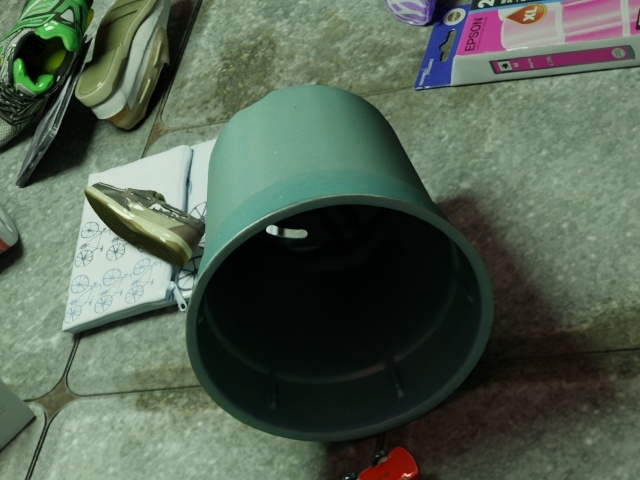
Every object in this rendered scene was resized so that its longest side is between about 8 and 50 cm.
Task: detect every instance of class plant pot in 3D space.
[{"bbox_3d":[0.000,0.000,1.606,0.341,0.341,0.334,-25,35,8],"label":"plant pot"}]

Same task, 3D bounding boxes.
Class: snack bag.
[{"bbox_3d":[-0.203,-0.028,1.948,0.342,0.037,0.323,-15,45,19],"label":"snack bag"}]

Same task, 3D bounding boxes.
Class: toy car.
[{"bbox_3d":[-0.018,0.323,1.499,0.225,0.053,0.239,9,56,37],"label":"toy car"}]

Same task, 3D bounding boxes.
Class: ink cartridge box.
[{"bbox_3d":[0.306,-0.307,1.885,0.370,0.069,0.176,-5,49,31],"label":"ink cartridge box"}]

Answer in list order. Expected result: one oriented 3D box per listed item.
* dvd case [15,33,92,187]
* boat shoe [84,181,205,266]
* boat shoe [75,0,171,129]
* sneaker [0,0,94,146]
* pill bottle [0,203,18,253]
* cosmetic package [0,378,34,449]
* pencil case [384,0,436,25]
[{"bbox_3d":[-0.435,-0.212,2.204,0.164,0.018,0.221,-45,25,46],"label":"dvd case"},{"bbox_3d":[-0.243,-0.034,1.898,0.223,0.080,0.073,28,63,39],"label":"boat shoe"},{"bbox_3d":[-0.306,-0.312,2.223,0.113,0.103,0.302,-11,46,38],"label":"boat shoe"},{"bbox_3d":[-0.490,-0.267,2.184,0.343,0.134,0.146,-50,24,35],"label":"sneaker"},{"bbox_3d":[-0.621,0.017,2.065,0.283,0.161,0.161,-35,42,-3],"label":"pill bottle"},{"bbox_3d":[-0.516,0.205,1.810,0.151,0.184,0.151,-45,44,-13],"label":"cosmetic package"},{"bbox_3d":[0.178,-0.419,2.052,0.088,0.086,0.206,27,68,18],"label":"pencil case"}]
